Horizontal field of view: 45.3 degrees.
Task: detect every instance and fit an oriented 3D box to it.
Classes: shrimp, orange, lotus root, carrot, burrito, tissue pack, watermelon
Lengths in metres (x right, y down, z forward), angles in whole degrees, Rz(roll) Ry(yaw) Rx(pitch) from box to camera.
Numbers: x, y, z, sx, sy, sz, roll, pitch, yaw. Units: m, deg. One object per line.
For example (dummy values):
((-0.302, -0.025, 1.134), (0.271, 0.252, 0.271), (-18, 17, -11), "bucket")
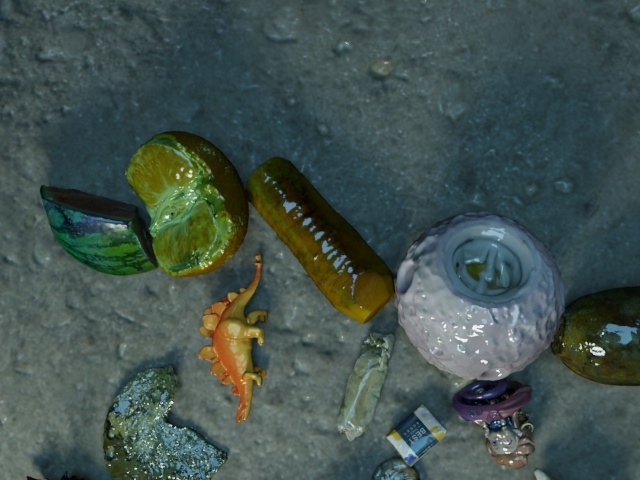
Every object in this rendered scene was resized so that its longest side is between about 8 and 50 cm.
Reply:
((0.136, 0.436, 1.248), (0.091, 0.034, 0.161), (-26, 75, 3), "shrimp")
((-0.210, -0.060, 1.257), (0.179, 0.158, 0.237), (-29, 81, 30), "orange")
((0.505, 0.149, 1.201), (0.275, 0.152, 0.160), (-3, 92, 4), "lotus root")
((0.000, 0.000, 1.269), (0.114, 0.114, 0.302), (-40, 79, -2), "carrot")
((0.073, 0.239, 1.266), (0.058, 0.045, 0.188), (18, 86, 12), "burrito")
((0.156, 0.316, 1.249), (0.083, 0.042, 0.062), (-39, 63, -4), "tissue pack")
((-0.385, -0.019, 1.270), (0.231, 0.146, 0.128), (15, 85, 2), "watermelon")

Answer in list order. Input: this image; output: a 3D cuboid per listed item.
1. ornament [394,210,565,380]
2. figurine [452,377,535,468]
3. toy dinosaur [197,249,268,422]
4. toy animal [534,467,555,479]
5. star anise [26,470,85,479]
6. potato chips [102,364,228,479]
((0.239, 0.087, 1.181), (0.260, 0.225, 0.259), (-1, 57, 1), "ornament")
((0.292, 0.284, 1.228), (0.126, 0.114, 0.157), (-26, 113, 34), "figurine")
((-0.147, 0.157, 1.279), (0.117, 0.070, 0.288), (-2, 78, 3), "toy dinosaur")
((0.369, 0.486, 1.197), (0.184, 0.104, 0.185), (37, 82, -1), "toy animal")
((-0.408, 0.431, 1.225), (0.158, 0.144, 0.140), (-26, 91, -1), "star anise")
((-0.270, 0.325, 1.283), (0.202, 0.029, 0.219), (-17, 85, 4), "potato chips")
